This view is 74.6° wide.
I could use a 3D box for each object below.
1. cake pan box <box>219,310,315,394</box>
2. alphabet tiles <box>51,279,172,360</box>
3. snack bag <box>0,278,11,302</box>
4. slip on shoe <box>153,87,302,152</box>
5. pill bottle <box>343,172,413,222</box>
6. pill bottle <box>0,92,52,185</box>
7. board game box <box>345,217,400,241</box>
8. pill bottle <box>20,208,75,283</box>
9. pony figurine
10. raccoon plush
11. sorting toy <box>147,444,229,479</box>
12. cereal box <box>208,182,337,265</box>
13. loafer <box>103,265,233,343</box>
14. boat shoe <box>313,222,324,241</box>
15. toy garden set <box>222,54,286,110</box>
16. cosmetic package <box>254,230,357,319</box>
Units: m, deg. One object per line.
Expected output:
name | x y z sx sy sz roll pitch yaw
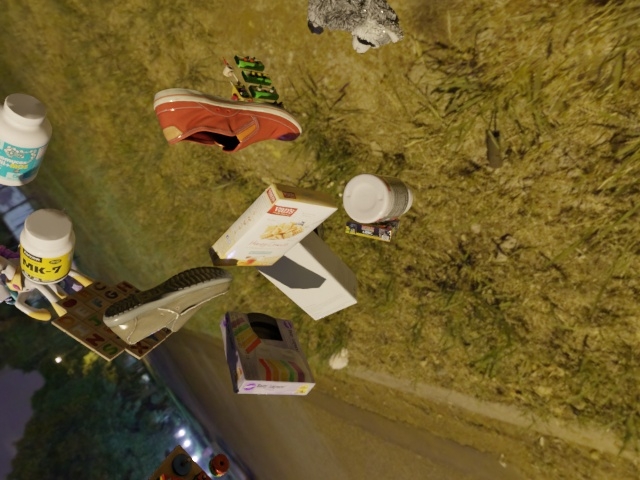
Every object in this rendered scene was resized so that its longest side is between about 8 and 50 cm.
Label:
cake pan box | -0.164 0.336 1.270 0.070 0.245 0.267 -53 39 22
alphabet tiles | -0.654 0.245 1.355 0.342 0.285 0.011 27 119 11
snack bag | -0.903 0.187 0.994 0.037 0.323 0.342 35 143 -4
slip on shoe | -0.175 -0.229 0.866 0.123 0.331 0.101 -6 90 45
pill bottle | 0.209 -0.145 1.450 0.161 0.283 0.161 3 96 31
pill bottle | -0.852 -0.284 1.178 0.264 0.146 0.146 -41 82 36
board game box | 0.196 -0.055 1.567 0.170 0.141 0.048 12 115 19
pill bottle | -0.706 0.016 1.088 0.119 0.119 0.208 52 135 11
pony figurine | -0.988 0.092 1.470 0.363 0.302 0.351 46 -161 -22
raccoon plush | 0.122 -0.742 1.195 0.446 0.299 0.216 102 174 -68
sorting toy | -0.301 0.537 0.909 0.046 0.274 0.132 -42 90 24
cereal box | -0.101 -0.023 0.890 0.240 0.173 0.047 -39 63 33
loafer | -0.293 0.128 0.844 0.094 0.251 0.088 33 140 59
boat shoe | -0.001 -0.001 1.763 0.056 0.048 0.153 9 114 50
toy garden set | -0.235 -0.543 1.423 0.049 0.203 0.244 -40 69 42
cosmetic package | -0.047 0.119 1.620 0.217 0.156 0.385 -26 124 23
